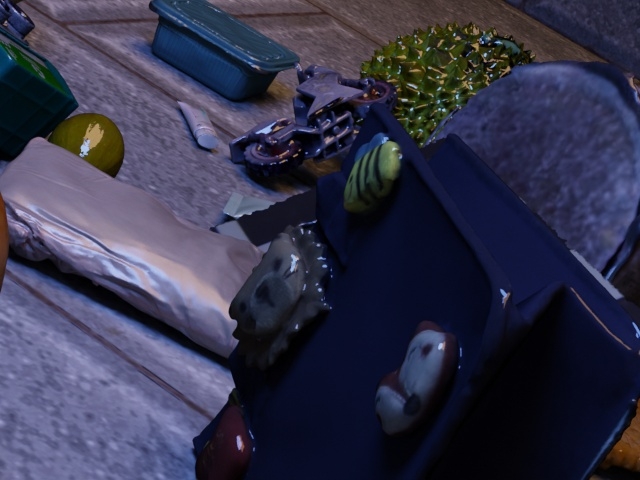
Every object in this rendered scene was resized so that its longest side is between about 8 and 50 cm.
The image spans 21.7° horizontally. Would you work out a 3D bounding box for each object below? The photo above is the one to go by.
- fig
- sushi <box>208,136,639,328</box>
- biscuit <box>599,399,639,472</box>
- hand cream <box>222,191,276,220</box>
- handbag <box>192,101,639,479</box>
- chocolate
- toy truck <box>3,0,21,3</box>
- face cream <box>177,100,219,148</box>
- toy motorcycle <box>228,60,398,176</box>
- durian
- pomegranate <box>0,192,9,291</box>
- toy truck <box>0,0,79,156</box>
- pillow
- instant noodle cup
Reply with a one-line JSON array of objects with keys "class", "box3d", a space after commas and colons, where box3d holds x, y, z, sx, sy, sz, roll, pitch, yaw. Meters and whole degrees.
[{"class": "fig", "box3d": [-0.221, -0.076, 1.550, 0.074, 0.074, 0.088, 24, 37, -9]}, {"class": "sushi", "box3d": [0.079, 0.074, 1.501, 0.296, 0.100, 0.373, -22, 36, -14]}, {"class": "biscuit", "box3d": [0.249, 0.153, 1.643, 0.254, 0.035, 0.254, 24, 18, -8]}, {"class": "hand cream", "box3d": [0.000, 0.000, 1.688, 0.205, 0.050, 0.078, 23, 19, -2]}, {"class": "handbag", "box3d": [0.032, 0.099, 1.082, 0.122, 0.303, 0.329, 21, 20, -28]}, {"class": "chocolate", "box3d": [0.247, -0.003, 1.635, 0.213, 0.303, 0.303, 32, 12, -42]}, {"class": "toy truck", "box3d": [-0.407, -0.329, 1.740, 0.288, 0.211, 0.204, 36, 21, 34]}, {"class": "face cream", "box3d": [-0.136, -0.133, 1.883, 0.038, 0.020, 0.115, 18, 20, -22]}, {"class": "toy motorcycle", "box3d": [-0.016, -0.140, 1.879, 0.215, 0.080, 0.122, -33, 40, -32]}, {"class": "durian", "box3d": [0.174, -0.145, 2.020, 0.291, 0.224, 0.291, 28, 17, -10]}, {"class": "pomegranate", "box3d": [-0.308, 0.010, 0.986, 0.270, 0.229, 0.252, 51, 20, 26]}, {"class": "toy truck", "box3d": [-0.315, -0.161, 1.505, 0.124, 0.114, 0.253, 49, 5, 20]}, {"class": "pillow", "box3d": [-0.156, 0.004, 1.435, 0.270, 0.067, 0.173, 27, 25, -2]}, {"class": "instant noodle cup", "box3d": [-0.127, -0.238, 2.093, 0.179, 0.070, 0.157, 31, 18, 11]}]
